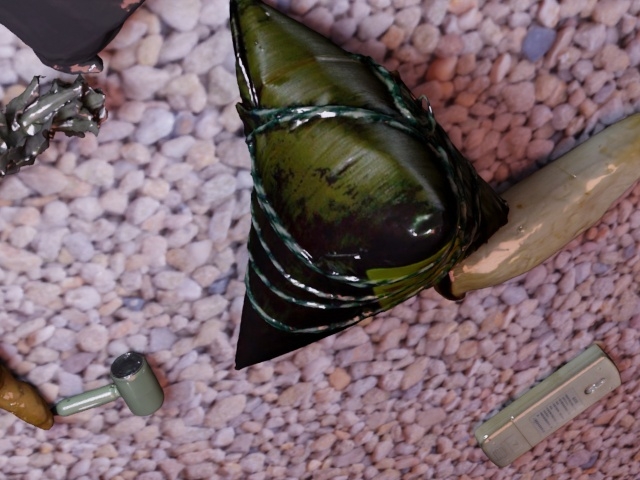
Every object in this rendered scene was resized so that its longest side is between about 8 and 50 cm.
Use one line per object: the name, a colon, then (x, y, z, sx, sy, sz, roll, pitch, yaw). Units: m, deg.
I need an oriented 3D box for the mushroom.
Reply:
mushroom: (0.275, -0.037, 1.251, 0.333, 0.087, 0.107, -31, 131, -2)

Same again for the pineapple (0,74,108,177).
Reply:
pineapple: (-0.310, -0.079, 0.929, 0.251, 0.125, 0.125, -25, 133, -12)

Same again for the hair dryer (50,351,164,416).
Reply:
hair dryer: (-0.264, 0.183, 1.212, 0.150, 0.047, 0.071, -17, 130, 2)

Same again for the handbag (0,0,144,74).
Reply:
handbag: (-0.245, -0.280, 0.821, 0.192, 0.075, 0.332, -40, 134, 11)

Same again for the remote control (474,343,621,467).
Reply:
remote control: (0.338, 0.248, 1.536, 0.234, 0.038, 0.098, -36, 133, 4)

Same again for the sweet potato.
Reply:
sweet potato: (-0.373, 0.140, 1.104, 0.075, 0.074, 0.269, -31, 142, 0)

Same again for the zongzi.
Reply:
zongzi: (0.000, 0.000, 1.069, 0.362, 0.319, 0.383, -39, 149, 7)
